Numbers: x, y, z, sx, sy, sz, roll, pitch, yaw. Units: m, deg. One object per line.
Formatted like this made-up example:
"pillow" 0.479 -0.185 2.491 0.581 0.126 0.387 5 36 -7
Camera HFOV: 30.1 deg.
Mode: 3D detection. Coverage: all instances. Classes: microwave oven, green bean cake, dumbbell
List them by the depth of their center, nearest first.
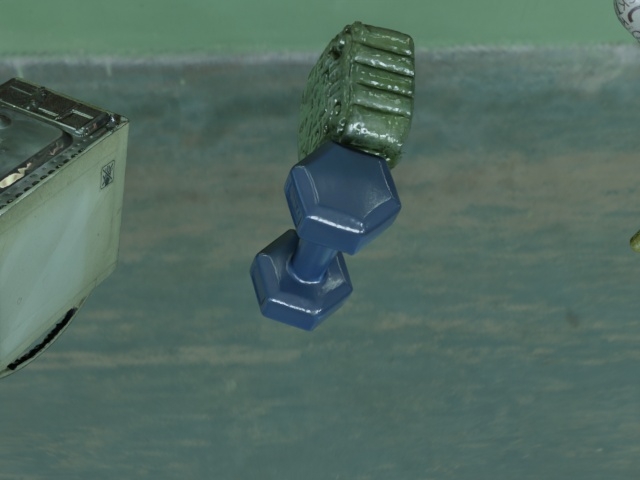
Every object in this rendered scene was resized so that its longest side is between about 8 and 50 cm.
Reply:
"dumbbell" 0.000 0.000 1.709 0.160 0.325 0.144 20 56 -4
"microwave oven" -0.493 -0.016 1.755 0.247 0.333 0.394 19 33 15
"green bean cake" 0.047 -0.188 1.778 0.124 0.227 0.223 9 64 -18

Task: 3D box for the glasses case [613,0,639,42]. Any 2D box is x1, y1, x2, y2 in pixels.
"glasses case" 0.512 -0.238 1.494 0.354 0.085 0.137 37 113 -24

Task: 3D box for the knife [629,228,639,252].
"knife" 0.357 -0.071 1.036 0.061 0.343 0.027 3 61 -19
